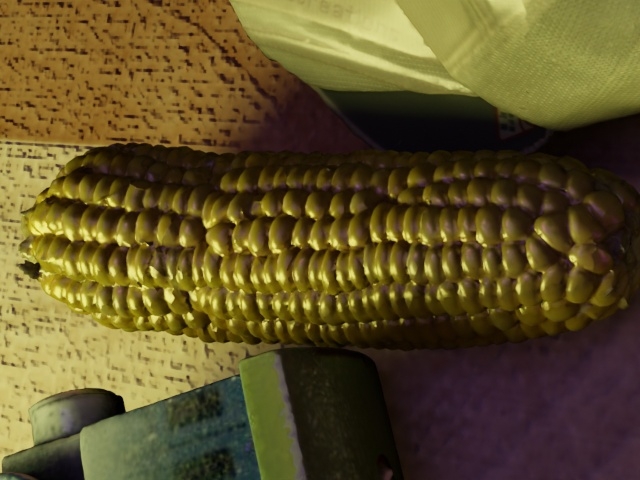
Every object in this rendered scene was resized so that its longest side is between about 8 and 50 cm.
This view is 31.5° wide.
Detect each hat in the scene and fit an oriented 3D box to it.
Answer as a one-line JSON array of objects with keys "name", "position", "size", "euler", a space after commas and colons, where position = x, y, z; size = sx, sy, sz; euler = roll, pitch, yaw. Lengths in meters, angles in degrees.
[{"name": "hat", "position": [0.074, -0.154, 0.482], "size": [0.275, 0.161, 0.232], "euler": [8, 78, 32]}]

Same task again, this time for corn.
[{"name": "corn", "position": [0.000, 0.000, 0.514], "size": [0.291, 0.101, 0.101], "euler": [-1, 78, 25]}]

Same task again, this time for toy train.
[{"name": "toy train", "position": [-0.043, 0.195, 0.473], "size": [0.202, 0.131, 0.300], "euler": [-19, 73, 21]}]
